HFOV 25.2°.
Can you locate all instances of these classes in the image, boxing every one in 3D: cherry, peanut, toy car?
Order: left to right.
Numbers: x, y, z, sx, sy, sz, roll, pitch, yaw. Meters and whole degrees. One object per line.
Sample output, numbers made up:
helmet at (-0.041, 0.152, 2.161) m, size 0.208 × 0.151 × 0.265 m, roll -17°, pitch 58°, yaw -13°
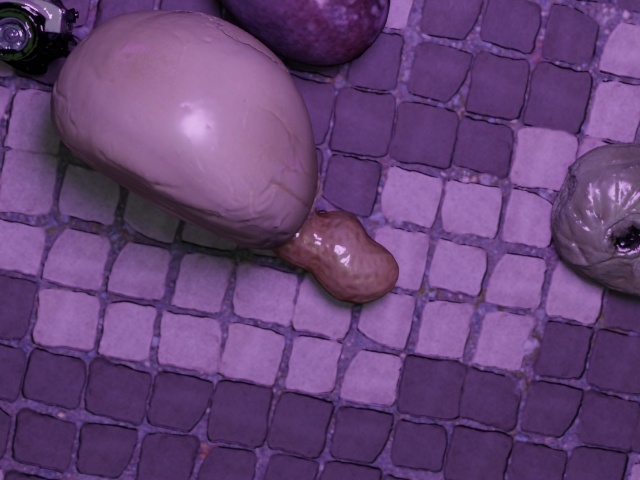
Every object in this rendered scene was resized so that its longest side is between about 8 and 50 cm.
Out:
toy car at (-0.450, -0.274, 1.746) m, size 0.301 × 0.193 × 0.118 m, roll 8°, pitch 97°, yaw -4°
cherry at (-0.020, -0.334, 1.780) m, size 0.213 × 0.183 × 0.266 m, roll -37°, pitch 114°, yaw 9°
peanut at (0.000, 0.000, 1.868) m, size 0.228 × 0.085 × 0.104 m, roll 35°, pitch 83°, yaw -6°

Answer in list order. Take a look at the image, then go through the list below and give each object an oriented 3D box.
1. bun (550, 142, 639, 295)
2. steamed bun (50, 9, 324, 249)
bun at (0.418, -0.027, 1.885) m, size 0.221 × 0.108 × 0.221 m, roll -1°, pitch 96°, yaw -5°
steamed bun at (-0.145, -0.151, 1.713) m, size 0.334 × 0.312 × 0.233 m, roll 26°, pitch 83°, yaw 9°
